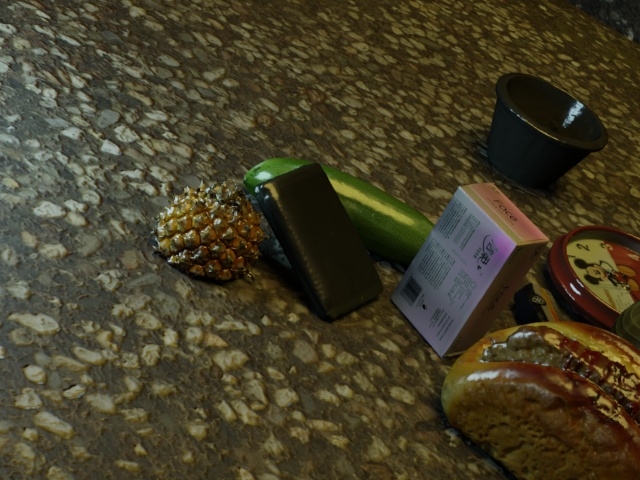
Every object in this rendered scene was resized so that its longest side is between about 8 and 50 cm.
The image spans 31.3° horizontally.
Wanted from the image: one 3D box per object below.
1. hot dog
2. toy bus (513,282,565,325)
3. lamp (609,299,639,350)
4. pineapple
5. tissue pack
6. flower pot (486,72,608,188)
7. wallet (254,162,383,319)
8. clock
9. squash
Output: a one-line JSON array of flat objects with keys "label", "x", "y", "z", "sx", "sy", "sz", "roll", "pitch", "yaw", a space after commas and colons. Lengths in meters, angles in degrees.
[{"label": "hot dog", "x": 0.384, "y": 0.259, "z": 1.655, "sx": 0.405, "sy": 0.223, "sz": 0.185, "roll": 39, "pitch": 31, "yaw": 16}, {"label": "toy bus", "x": 0.389, "y": 0.148, "z": 1.971, "sx": 0.072, "sy": 0.057, "sz": 0.172, "roll": 21, "pitch": 31, "yaw": -27}, {"label": "lamp", "x": 0.585, "y": 0.203, "z": 1.888, "sx": 0.233, "sy": 0.233, "sz": 0.265, "roll": 20, "pitch": 24, "yaw": -11}, {"label": "pineapple", "x": -0.156, "y": -0.035, "z": 1.750, "sx": 0.175, "sy": 0.137, "sz": 0.161, "roll": 21, "pitch": 32, "yaw": -10}, {"label": "tissue pack", "x": 0.234, "y": 0.050, "z": 1.817, "sx": 0.092, "sy": 0.246, "sz": 0.148, "roll": -6, "pitch": 46, "yaw": -44}, {"label": "flower pot", "x": 0.460, "y": -0.222, "z": 2.452, "sx": 0.269, "sy": 0.166, "sz": 0.269, "roll": 20, "pitch": 35, "yaw": -15}, {"label": "wallet", "x": 0.000, "y": 0.000, "z": 1.830, "sx": 0.168, "sy": 0.052, "sz": 0.245, "roll": -23, "pitch": 84, "yaw": -49}, {"label": "clock", "x": 0.576, "y": 0.093, "z": 2.167, "sx": 0.318, "sy": 0.080, "sz": 0.318, "roll": 15, "pitch": 37, "yaw": -12}, {"label": "squash", "x": 0.059, "y": -0.050, "z": 1.962, "sx": 0.395, "sy": 0.107, "sz": 0.107, "roll": 24, "pitch": 32, "yaw": -5}]
